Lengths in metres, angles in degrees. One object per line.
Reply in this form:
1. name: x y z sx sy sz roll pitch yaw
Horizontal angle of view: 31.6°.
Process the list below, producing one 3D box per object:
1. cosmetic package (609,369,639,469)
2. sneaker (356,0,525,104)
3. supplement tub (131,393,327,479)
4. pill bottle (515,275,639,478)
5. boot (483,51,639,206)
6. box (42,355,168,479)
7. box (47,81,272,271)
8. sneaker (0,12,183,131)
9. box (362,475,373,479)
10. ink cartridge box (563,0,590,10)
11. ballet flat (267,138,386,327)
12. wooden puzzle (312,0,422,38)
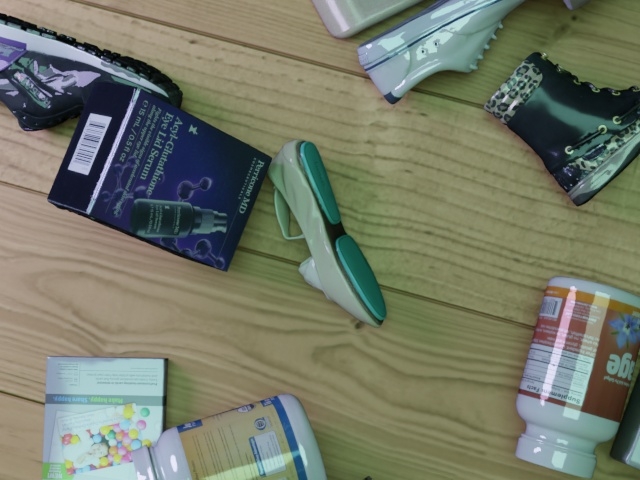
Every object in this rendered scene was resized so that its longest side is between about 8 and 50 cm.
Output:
1. cosmetic package: 0.442 0.170 1.320 0.127 0.107 0.238 23 88 4
2. sneaker: 0.173 -0.254 1.386 0.258 0.094 0.091 -27 104 2
3. supplement tub: -0.103 0.268 1.290 0.199 0.144 0.144 -16 84 -11
4. pill bottle: 0.298 0.159 1.314 0.121 0.121 0.216 16 86 3
5. boot: 0.333 -0.180 1.367 0.178 0.085 0.236 44 86 8
6. box: -0.260 0.234 1.366 0.145 0.038 0.186 1 85 2
7. box: -0.183 -0.072 1.307 0.207 0.108 0.153 24 85 -39
8. sneaker: -0.310 -0.184 1.393 0.283 0.107 0.124 20 101 6
9. box: -0.038 0.390 1.278 0.290 0.169 0.087 -34 84 -1
10. ink cartridge box: 0.367 -0.481 1.235 0.384 0.160 0.279 -31 80 15
11. ballet flat: 0.000 0.000 1.369 0.086 0.086 0.248 -22 83 -1
12. wooden puzzle: 0.100 -0.465 1.404 0.347 0.080 0.322 -27 84 -1
